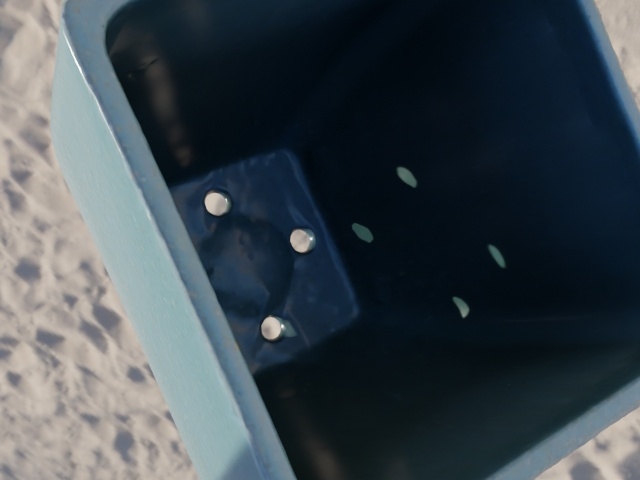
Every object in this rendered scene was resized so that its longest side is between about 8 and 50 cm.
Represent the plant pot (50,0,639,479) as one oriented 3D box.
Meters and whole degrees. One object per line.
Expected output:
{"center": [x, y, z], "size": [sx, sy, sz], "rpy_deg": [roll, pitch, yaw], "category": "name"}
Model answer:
{"center": [0.000, 0.000, 0.481], "size": [0.252, 0.247, 0.247], "rpy_deg": [-21, 93, 62], "category": "plant pot"}
